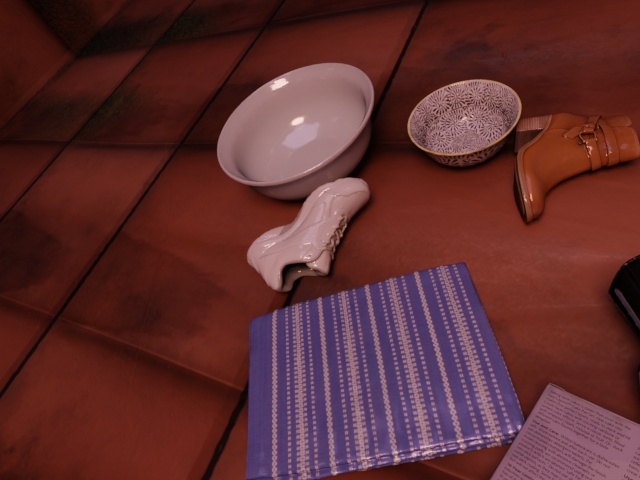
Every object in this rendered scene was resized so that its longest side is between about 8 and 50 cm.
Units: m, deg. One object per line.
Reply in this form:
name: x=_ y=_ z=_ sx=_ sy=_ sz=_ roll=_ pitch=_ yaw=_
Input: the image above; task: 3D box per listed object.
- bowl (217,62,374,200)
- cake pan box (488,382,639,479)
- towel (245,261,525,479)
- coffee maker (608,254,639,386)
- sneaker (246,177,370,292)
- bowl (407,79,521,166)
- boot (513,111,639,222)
bowl: x=-0.028 y=-0.176 z=0.792 sx=0.298 sy=0.134 sz=0.298 roll=-13 pitch=52 yaw=16
cake pan box: x=0.245 y=0.272 z=0.319 sx=0.246 sy=0.070 sz=0.267 roll=-50 pitch=36 yaw=-18
towel: x=0.057 y=0.169 z=0.562 sx=0.336 sy=0.040 sz=0.243 roll=-16 pitch=48 yaw=11
coffee maker: x=0.364 y=0.087 z=0.380 sx=0.120 sy=0.171 sz=0.178 roll=-2 pitch=53 yaw=-9
sneaker: x=0.000 y=0.000 z=0.688 sx=0.232 sy=0.090 sz=0.115 roll=-41 pitch=55 yaw=4
bowl: x=0.233 y=-0.173 z=0.700 sx=0.170 sy=0.080 sz=0.170 roll=-13 pitch=50 yaw=16
boot: x=0.354 y=-0.110 z=0.602 sx=0.152 sy=0.073 sz=0.197 roll=3 pitch=59 yaw=22
